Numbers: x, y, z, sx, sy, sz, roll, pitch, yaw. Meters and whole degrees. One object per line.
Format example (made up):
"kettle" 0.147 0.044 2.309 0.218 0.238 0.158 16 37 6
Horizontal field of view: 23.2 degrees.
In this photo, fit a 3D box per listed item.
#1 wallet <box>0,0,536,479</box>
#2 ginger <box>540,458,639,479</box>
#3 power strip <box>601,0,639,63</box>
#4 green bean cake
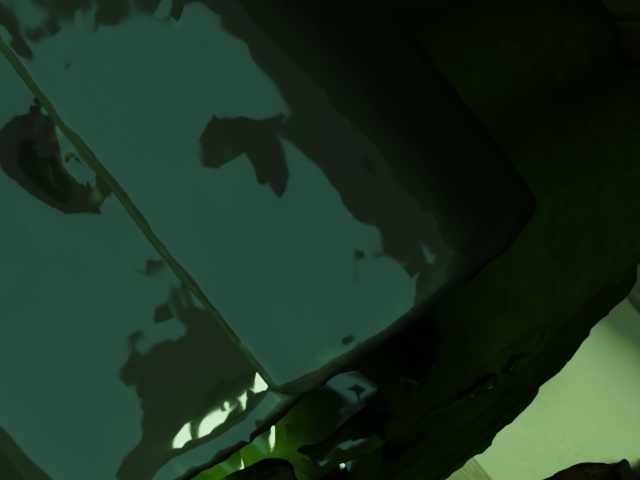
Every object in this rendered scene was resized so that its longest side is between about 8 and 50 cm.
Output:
"wallet" -0.138 -0.107 0.471 0.228 0.062 0.406 -36 94 36
"ginger" 0.166 0.280 0.984 0.200 0.223 0.269 38 156 7
"power strip" 0.114 -0.076 0.664 0.169 0.028 0.076 11 140 56
"green bean cake" -0.050 -0.024 0.679 0.319 0.218 0.335 49 143 15
